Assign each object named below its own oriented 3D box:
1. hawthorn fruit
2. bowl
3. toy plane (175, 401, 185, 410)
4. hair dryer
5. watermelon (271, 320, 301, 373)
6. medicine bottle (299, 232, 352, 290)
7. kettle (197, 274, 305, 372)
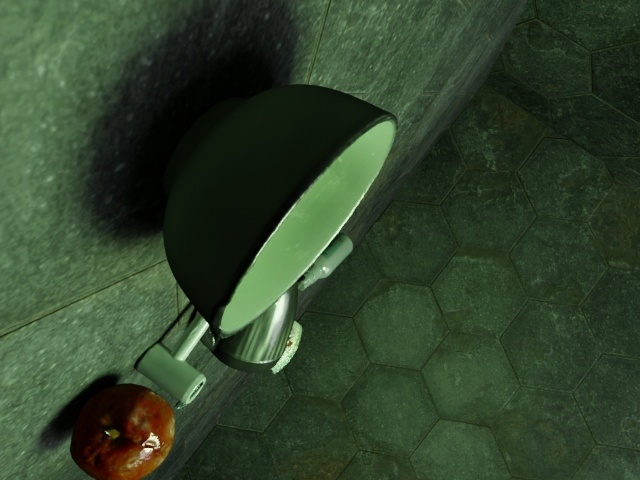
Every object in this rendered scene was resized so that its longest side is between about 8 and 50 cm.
[{"bbox_3d":[-0.355,0.344,0.844,0.179,0.179,0.200,-48,175,-28],"label":"hawthorn fruit"},{"bbox_3d":[-0.078,-0.064,0.622,0.353,0.185,0.354,-50,171,-11],"label":"bowl"},{"bbox_3d":[-0.466,0.556,1.611,0.078,0.031,0.083,-42,179,27],"label":"toy plane"},{"bbox_3d":[-0.262,0.209,0.990,0.236,0.131,0.073,-56,171,-11],"label":"hair dryer"},{"bbox_3d":[-0.218,0.373,1.903,0.212,0.201,0.262,-52,-146,-11],"label":"watermelon"},{"bbox_3d":[0.008,0.092,1.930,0.352,0.110,0.110,-43,167,-46],"label":"medicine bottle"},{"bbox_3d":[-0.166,0.154,1.159,0.207,0.251,0.271,-101,-146,-61],"label":"kettle"}]
